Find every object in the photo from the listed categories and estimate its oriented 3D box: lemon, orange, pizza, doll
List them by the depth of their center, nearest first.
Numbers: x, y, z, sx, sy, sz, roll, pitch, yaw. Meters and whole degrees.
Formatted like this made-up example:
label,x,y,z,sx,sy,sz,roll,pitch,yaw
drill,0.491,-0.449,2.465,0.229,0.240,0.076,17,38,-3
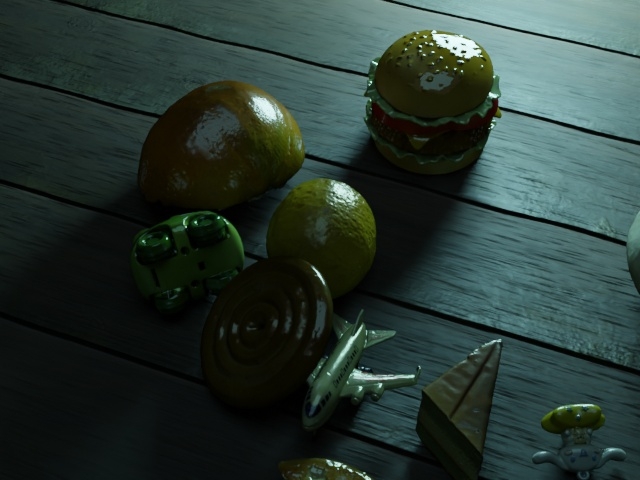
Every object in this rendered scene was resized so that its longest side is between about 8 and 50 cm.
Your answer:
label,x,y,z,sx,sy,sz,roll,pitch,yaw
pizza,0.039,0.386,1.518,0.246,0.058,0.127,21,48,17
doll,0.378,0.307,1.602,0.135,0.071,0.113,-24,69,-14
lemon,0.000,0.000,1.805,0.188,0.188,0.257,8,54,8
orange,-0.178,-0.174,2.004,0.310,0.274,0.274,10,30,-48

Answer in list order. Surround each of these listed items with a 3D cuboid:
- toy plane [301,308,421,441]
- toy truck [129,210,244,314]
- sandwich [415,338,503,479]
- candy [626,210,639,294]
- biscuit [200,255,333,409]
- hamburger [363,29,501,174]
label,x,y,z,sx,sy,sz,roll,pitch,yaw
toy plane,0.025,0.207,1.660,0.241,0.104,0.256,18,48,13
toy truck,-0.243,0.022,1.824,0.187,0.148,0.210,-26,29,-23
sandwich,0.249,0.260,1.603,0.187,0.117,0.144,-30,56,-28
candy,0.664,0.013,1.796,0.295,0.185,0.296,1,52,-1
biscuit,-0.093,0.139,1.671,0.261,0.037,0.262,-19,56,30
hamburger,0.218,-0.285,2.060,0.274,0.212,0.275,0,46,0
